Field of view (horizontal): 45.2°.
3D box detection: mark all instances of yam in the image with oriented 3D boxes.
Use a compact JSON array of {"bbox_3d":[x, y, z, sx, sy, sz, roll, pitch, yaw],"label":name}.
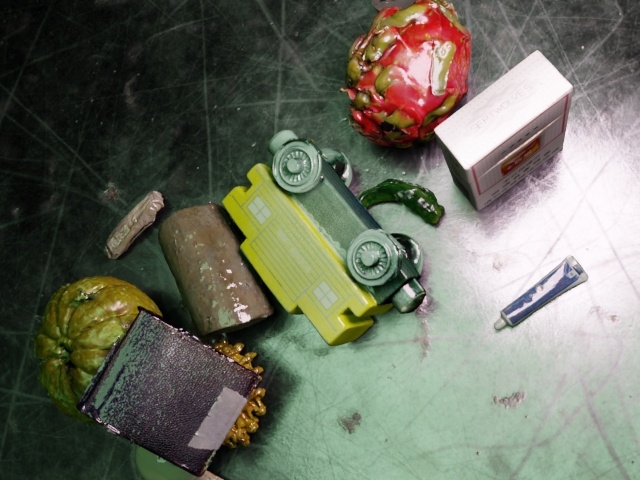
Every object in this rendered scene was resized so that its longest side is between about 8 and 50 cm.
[{"bbox_3d":[-0.213,0.070,1.550,0.161,0.161,0.268,-30,74,8],"label":"yam"}]

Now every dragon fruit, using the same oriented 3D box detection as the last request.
[{"bbox_3d":[0.169,-0.324,1.477,0.237,0.231,0.302,25,106,7],"label":"dragon fruit"}]

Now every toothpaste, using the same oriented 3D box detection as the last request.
[{"bbox_3d":[0.404,0.105,1.432,0.197,0.035,0.057,-37,81,4],"label":"toothpaste"}]

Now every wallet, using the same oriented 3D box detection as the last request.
[{"bbox_3d":[-0.275,0.275,1.401,0.262,0.071,0.221,31,80,-5],"label":"wallet"}]

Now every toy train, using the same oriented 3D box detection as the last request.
[{"bbox_3d":[0.000,0.000,1.485,0.272,0.179,0.442,-45,70,20],"label":"toy train"}]

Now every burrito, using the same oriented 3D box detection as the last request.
[{"bbox_3d":[-0.411,-0.030,1.685,0.188,0.045,0.058,-44,46,6],"label":"burrito"}]

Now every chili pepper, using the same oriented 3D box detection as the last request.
[{"bbox_3d":[0.158,-0.083,1.529,0.182,0.050,0.073,12,109,23],"label":"chili pepper"}]

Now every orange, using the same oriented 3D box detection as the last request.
[{"bbox_3d":[-0.429,0.222,1.543,0.300,0.223,0.301,-20,75,39],"label":"orange"}]

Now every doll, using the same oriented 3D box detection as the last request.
[{"bbox_3d":[-0.270,0.373,1.479,0.155,0.113,0.275,16,86,-6],"label":"doll"}]

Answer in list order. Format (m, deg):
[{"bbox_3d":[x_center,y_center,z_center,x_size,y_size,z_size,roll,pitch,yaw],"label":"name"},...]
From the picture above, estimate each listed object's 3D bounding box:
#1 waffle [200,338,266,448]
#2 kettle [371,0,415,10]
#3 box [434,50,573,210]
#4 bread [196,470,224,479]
[{"bbox_3d":[-0.222,0.313,1.561,0.232,0.051,0.228,-6,75,14],"label":"waffle"},{"bbox_3d":[0.157,-0.571,1.604,0.127,0.098,0.148,-12,73,19],"label":"kettle"},{"bbox_3d":[0.324,-0.177,1.353,0.210,0.330,0.095,-38,72,6],"label":"box"},{"bbox_3d":[-0.229,0.496,1.533,0.083,0.035,0.070,29,87,22],"label":"bread"}]
